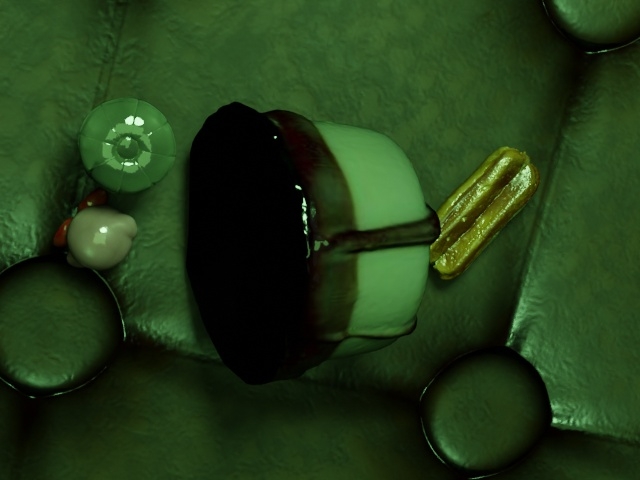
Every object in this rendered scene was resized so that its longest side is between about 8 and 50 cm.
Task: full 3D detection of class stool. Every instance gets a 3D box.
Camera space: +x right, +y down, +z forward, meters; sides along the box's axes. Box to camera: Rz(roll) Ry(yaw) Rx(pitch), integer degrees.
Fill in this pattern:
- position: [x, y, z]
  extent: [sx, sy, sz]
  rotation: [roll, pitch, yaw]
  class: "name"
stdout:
- position: [-0.195, -0.097, 1.290]
  extent: [0.096, 0.110, 0.096]
  rotation: [-2, 99, -10]
  class: "stool"

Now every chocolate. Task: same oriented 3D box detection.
- position: [0.000, 0.000, 1.290]
  extent: [0.186, 0.283, 0.284]
  rotation: [-5, 102, -31]
  class: "chocolate"

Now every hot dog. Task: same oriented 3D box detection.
- position: [0.172, -0.033, 1.403]
  extent: [0.071, 0.045, 0.165]
  rotation: [42, 91, -13]
  class: "hot dog"

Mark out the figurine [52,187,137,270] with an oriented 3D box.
- position: [-0.229, -0.002, 1.324]
  extent: [0.071, 0.067, 0.083]
  rotation: [43, 107, 5]
  class: "figurine"
